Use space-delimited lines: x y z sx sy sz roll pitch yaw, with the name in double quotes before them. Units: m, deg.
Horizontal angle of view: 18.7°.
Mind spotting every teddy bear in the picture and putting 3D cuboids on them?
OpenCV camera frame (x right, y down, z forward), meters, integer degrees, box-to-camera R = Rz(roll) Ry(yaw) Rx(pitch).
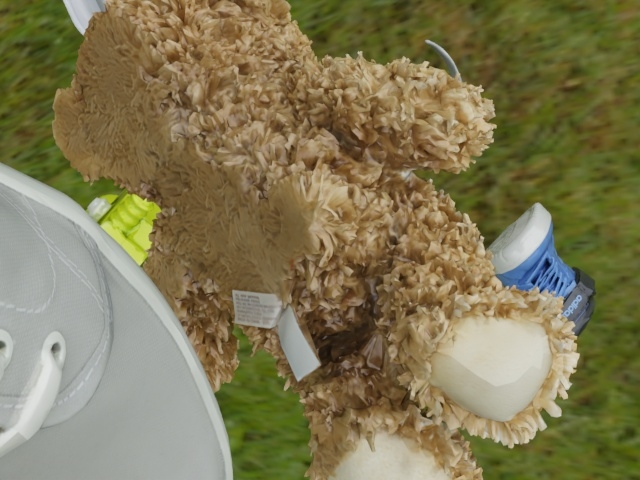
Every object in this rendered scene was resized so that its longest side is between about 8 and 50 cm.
"teddy bear" 0.000 0.000 1.004 0.113 0.338 0.245 -10 124 -44

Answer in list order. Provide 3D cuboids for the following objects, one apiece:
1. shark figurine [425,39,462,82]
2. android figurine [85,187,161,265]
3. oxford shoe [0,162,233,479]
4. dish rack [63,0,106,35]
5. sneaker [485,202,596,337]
"shark figurine" 0.065 -0.097 2.005 0.166 0.278 0.116 38 54 -41
"android figurine" -0.201 0.042 1.491 0.056 0.248 0.273 42 119 -6
"oxford shoe" -0.155 0.028 0.576 0.169 0.130 0.449 -35 139 1
"dish rack" -0.114 -0.337 1.510 0.285 0.072 0.332 -40 129 -25
"sneaker" 0.150 0.026 1.288 0.084 0.152 0.058 44 83 3
